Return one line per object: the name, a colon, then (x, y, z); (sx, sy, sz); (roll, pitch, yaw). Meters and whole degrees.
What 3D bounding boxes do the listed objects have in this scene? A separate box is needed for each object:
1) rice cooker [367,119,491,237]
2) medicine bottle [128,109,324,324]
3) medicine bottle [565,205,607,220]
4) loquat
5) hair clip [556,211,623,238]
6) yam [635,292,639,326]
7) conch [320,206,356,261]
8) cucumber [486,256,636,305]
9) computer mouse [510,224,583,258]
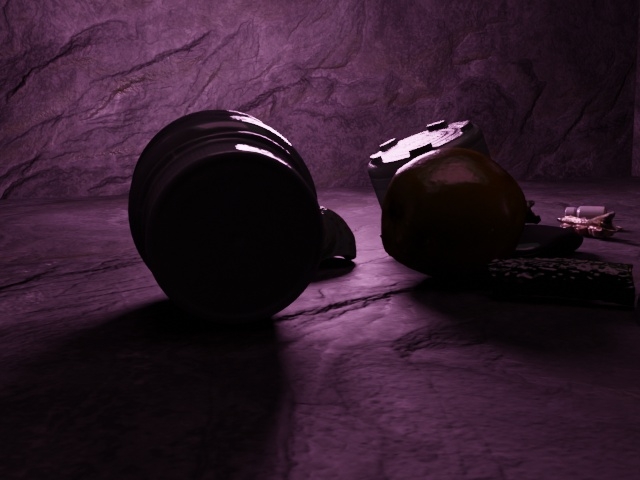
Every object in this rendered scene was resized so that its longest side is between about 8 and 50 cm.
rice cooker: (0.223, -0.090, 1.361); (0.280, 0.227, 0.241); (-29, 16, -27)
medicine bottle: (-0.123, -0.037, 0.933); (0.245, 0.245, 0.306); (-2, 15, -13)
medicine bottle: (0.615, -0.054, 1.674); (0.089, 0.052, 0.052); (3, 9, 25)
loquat: (0.217, -0.038, 1.089); (0.246, 0.214, 0.213); (-2, 8, -16)
hair clip: (0.576, -0.030, 1.545); (0.062, 0.056, 0.214); (-19, 3, -10)
yam: (0.434, 0.064, 0.704); (0.259, 0.106, 0.106); (-7, 10, -27)
conch: (0.001, -0.006, 1.248); (0.135, 0.102, 0.153); (15, 8, 3)
cucumber: (0.310, 0.051, 0.941); (0.187, 0.058, 0.058); (3, 9, 22)
computer mouse: (0.384, 0.000, 1.299); (0.120, 0.057, 0.232); (6, 10, 43)
